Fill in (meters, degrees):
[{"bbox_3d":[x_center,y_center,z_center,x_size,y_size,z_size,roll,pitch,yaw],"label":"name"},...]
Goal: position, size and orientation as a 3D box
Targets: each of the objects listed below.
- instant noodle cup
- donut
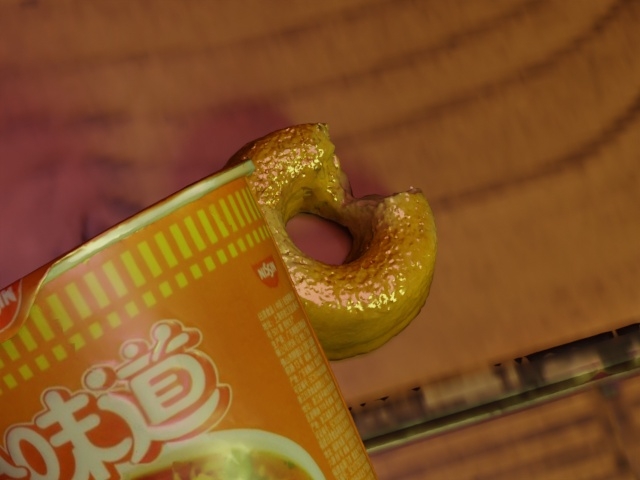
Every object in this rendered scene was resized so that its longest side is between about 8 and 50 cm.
[{"bbox_3d":[-0.051,0.087,0.692,0.168,0.168,0.185,-31,91,-21],"label":"instant noodle cup"},{"bbox_3d":[0.000,0.000,0.785,0.108,0.043,0.097,29,68,0],"label":"donut"}]
